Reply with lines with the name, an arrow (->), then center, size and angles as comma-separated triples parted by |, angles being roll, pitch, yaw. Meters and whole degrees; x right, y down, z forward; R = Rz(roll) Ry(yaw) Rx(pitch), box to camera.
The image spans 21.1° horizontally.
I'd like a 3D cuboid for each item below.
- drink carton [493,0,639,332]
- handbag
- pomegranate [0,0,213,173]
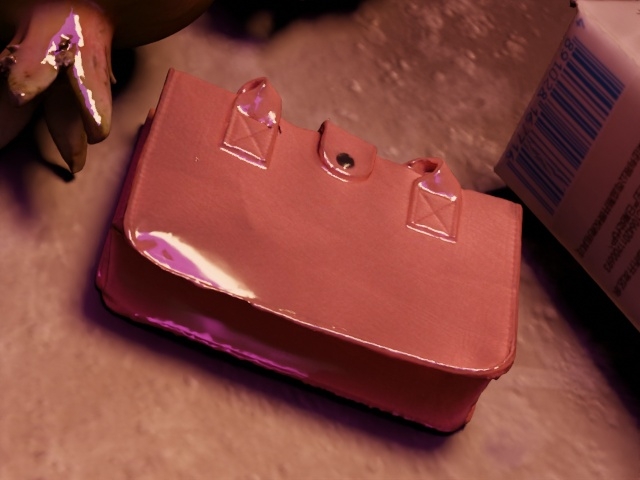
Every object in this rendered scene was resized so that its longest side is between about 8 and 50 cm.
drink carton -> 0.270, 0.004, 0.955 | 0.194, 0.132, 0.324 | -7, 45, -37
handbag -> 0.000, 0.000, 0.903 | 0.212, 0.059, 0.157 | 21, 45, -9
pomegranate -> -0.132, -0.149, 0.898 | 0.181, 0.181, 0.224 | 11, 71, -20
